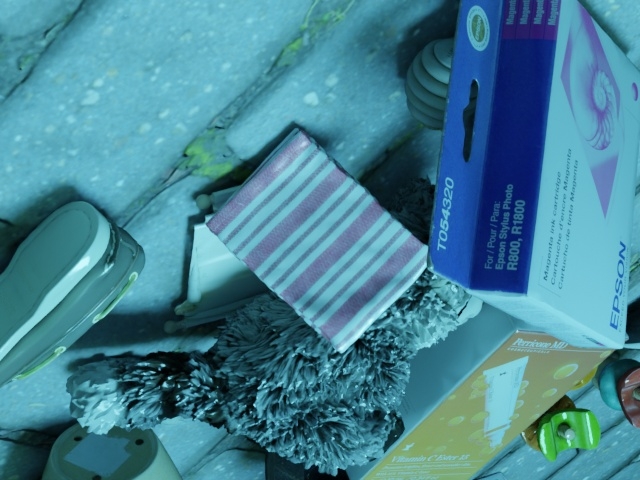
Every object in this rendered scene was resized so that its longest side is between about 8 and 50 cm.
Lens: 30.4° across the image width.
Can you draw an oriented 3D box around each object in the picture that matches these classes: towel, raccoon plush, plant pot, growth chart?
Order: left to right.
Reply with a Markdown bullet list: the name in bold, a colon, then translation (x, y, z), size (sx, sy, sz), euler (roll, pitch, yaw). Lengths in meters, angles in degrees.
- **plant pot**: translation (-0.254, 0.359, 1.444), size (0.256, 0.256, 0.274), euler (-15, 126, -22)
- **growth chart**: translation (-0.078, 0.012, 1.304), size (0.172, 0.021, 0.237), euler (-11, 141, -27)
- **raccoon plush**: translation (-0.017, 0.088, 1.263), size (0.446, 0.216, 0.299), euler (-7, 131, -39)
- **towel**: translation (0.000, 0.000, 1.197), size (0.144, 0.197, 0.029), euler (-47, 178, -1)

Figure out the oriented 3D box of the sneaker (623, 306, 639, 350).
- **sneaker**: translation (0.576, 0.080, 1.839), size (0.283, 0.107, 0.124), euler (-16, 103, 7)

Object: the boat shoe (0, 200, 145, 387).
- **boat shoe**: translation (-0.302, 0.091, 1.159), size (0.305, 0.109, 0.091), euler (-41, 140, 9)

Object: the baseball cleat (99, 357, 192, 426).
- **baseball cleat**: translation (-0.200, 0.188, 1.393), size (0.206, 0.072, 0.109), euler (6, 139, -36)

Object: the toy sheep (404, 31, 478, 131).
- **toy sheep**: translation (0.129, -0.163, 1.186), size (0.091, 0.091, 0.132), euler (-14, 140, -23)

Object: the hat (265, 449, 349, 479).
- **hat**: translation (0.035, 0.360, 1.579), size (0.331, 0.331, 0.134), euler (6, 134, -41)

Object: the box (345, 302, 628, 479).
- **box**: translation (0.183, 0.158, 1.526), size (0.215, 0.168, 0.345), euler (7, 135, -38)

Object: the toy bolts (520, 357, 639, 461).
- **toy bolts**: translation (0.420, 0.223, 1.891), size (0.229, 0.158, 0.218), euler (-10, 101, -12)

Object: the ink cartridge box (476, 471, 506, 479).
- **ink cartridge box**: translation (0.223, 0.517, 2.140), size (0.225, 0.056, 0.181), euler (-14, 142, -26)

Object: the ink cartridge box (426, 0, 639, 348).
- **ink cartridge box**: translation (0.234, -0.080, 1.195), size (0.071, 0.324, 0.330), euler (-1, 164, 35)
